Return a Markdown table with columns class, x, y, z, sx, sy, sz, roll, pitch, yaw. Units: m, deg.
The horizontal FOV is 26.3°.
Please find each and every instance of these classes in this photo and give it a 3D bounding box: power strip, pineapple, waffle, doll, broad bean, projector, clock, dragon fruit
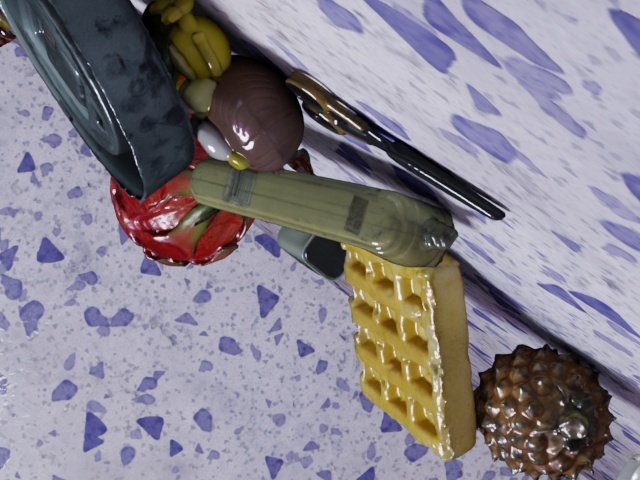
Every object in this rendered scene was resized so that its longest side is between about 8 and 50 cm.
| class | x | y | z | sx | sy | sz | roll | pitch | yaw |
| --- | --- | --- | --- | --- | --- | --- | --- | --- | --- |
| power strip | 0.003 | -0.028 | 1.356 | 0.092 | 0.066 | 0.387 | 16 | 179 | -38 |
| pineapple | 0.260 | 0.200 | 1.555 | 0.166 | 0.166 | 0.193 | 38 | 174 | -12 |
| waffle | 0.103 | 0.107 | 1.608 | 0.221 | 0.055 | 0.248 | 32 | 134 | 59 |
| doll | -0.089 | -0.134 | 1.212 | 0.188 | 0.096 | 0.145 | 49 | 170 | -8 |
| broad bean | -0.210 | -0.185 | 1.403 | 0.292 | 0.049 | 0.144 | 15 | 140 | 51 |
| projector | 0.000 | 0.000 | 1.945 | 0.083 | 0.083 | 0.082 | 39 | 175 | -32 |
| clock | -0.219 | -0.181 | 1.233 | 0.313 | 0.061 | 0.312 | 52 | 166 | 19 |
| dragon fruit | -0.172 | -0.083 | 1.888 | 0.233 | 0.234 | 0.293 | 38 | 145 | -17 |

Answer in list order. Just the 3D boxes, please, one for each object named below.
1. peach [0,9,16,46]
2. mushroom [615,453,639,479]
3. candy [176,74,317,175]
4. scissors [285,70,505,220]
| class | x | y | z | sx | sy | sz | roll | pitch | yaw |
| --- | --- | --- | --- | --- | --- | --- | --- | --- | --- |
| peach | -0.569 | -0.304 | 1.655 | 0.339 | 0.416 | 0.353 | 53 | -152 | -29 |
| mushroom | 0.510 | 0.384 | 1.745 | 0.328 | 0.122 | 0.159 | 36 | -175 | -1 |
| candy | -0.116 | -0.148 | 1.470 | 0.292 | 0.059 | 0.086 | 38 | 177 | 2 |
| scissors | 0.062 | -0.073 | 1.126 | 0.220 | 0.017 | 0.088 | 34 | 172 | 27 |
